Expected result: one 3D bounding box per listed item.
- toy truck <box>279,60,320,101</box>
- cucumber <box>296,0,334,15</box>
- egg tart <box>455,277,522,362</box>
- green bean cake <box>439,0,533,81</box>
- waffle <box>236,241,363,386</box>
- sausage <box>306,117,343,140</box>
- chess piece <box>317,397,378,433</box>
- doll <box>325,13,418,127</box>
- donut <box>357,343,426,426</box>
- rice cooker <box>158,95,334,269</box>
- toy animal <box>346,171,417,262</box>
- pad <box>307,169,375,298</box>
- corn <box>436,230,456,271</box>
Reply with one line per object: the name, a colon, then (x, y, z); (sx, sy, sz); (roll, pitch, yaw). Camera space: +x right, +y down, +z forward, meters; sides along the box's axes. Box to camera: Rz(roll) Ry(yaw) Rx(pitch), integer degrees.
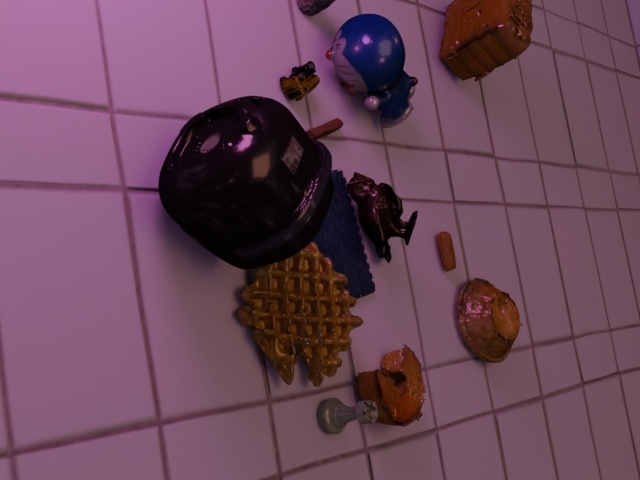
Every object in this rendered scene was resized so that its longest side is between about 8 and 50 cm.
toy truck: (-0.040, -0.311, 1.874); (0.054, 0.049, 0.083); (62, 39, -18)
cucumber: (0.005, -0.506, 1.947); (0.064, 0.112, 0.064); (20, 60, -38)
egg tart: (0.401, 0.182, 2.224); (0.212, 0.090, 0.212); (23, 57, -42)
green bean cake: (0.409, -0.530, 2.356); (0.131, 0.230, 0.224); (34, 51, -32)
waffle: (-0.031, 0.130, 1.720); (0.261, 0.056, 0.250); (54, 49, -18)
sausage: (0.010, -0.226, 1.926); (0.116, 0.026, 0.026); (-33, 104, -51)
chess piece: (0.053, 0.316, 1.734); (0.067, 0.103, 0.067); (19, 64, -46)
doll: (0.115, -0.363, 2.020); (0.257, 0.161, 0.215); (58, 25, -45)
donut: (0.142, 0.297, 1.877); (0.181, 0.078, 0.146); (-30, 103, -57)
rice cooker: (-0.119, -0.099, 1.548); (0.224, 0.267, 0.267); (50, 44, -34)
toy animal: (0.109, -0.048, 1.946); (0.179, 0.116, 0.218); (40, 31, -9)
pad: (0.000, 0.000, 1.850); (0.269, 0.012, 0.269); (-17, 92, -52)
corn: (0.288, 0.024, 2.174); (0.037, 0.037, 0.092); (-8, 87, -52)
